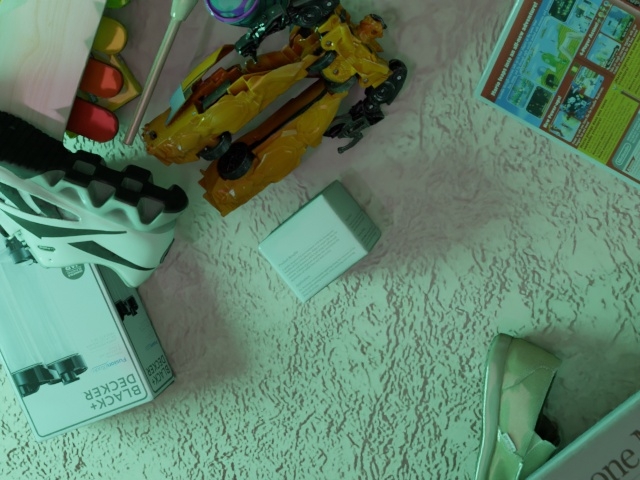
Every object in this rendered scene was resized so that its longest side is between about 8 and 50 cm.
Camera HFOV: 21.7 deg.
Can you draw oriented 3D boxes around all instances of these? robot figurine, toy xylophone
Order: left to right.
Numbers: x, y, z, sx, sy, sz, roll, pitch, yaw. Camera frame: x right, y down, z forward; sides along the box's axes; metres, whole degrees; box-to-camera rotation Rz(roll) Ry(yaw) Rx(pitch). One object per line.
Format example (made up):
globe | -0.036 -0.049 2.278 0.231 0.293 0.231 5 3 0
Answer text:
toy xylophone | -0.276 -0.234 1.907 0.236 0.081 0.323 29 103 2
robot figurine | -0.048 -0.164 1.873 0.291 0.085 0.211 -38 131 12

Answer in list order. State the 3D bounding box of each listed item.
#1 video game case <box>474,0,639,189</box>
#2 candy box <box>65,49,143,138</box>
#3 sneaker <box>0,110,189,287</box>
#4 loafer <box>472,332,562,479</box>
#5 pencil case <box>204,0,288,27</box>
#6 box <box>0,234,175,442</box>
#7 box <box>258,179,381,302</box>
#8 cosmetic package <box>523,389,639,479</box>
video game case | 0.325 -0.165 1.801 0.285 0.025 0.204 30 134 8
candy box | -0.307 -0.233 1.969 0.105 0.027 0.206 -32 94 12
sneaker | -0.325 -0.042 1.868 0.330 0.122 0.146 24 118 1
loafer | 0.229 0.243 1.921 0.092 0.102 0.269 5 102 16
pencil case | -0.081 -0.271 1.851 0.064 0.151 0.070 7 96 10
box | -0.311 0.077 2.002 0.169 0.087 0.290 -20 97 14
box | 0.000 0.000 1.917 0.101 0.102 0.087 -38 94 17
cosmetic package | 0.346 0.385 1.688 0.329 0.327 0.394 -34 79 -19
